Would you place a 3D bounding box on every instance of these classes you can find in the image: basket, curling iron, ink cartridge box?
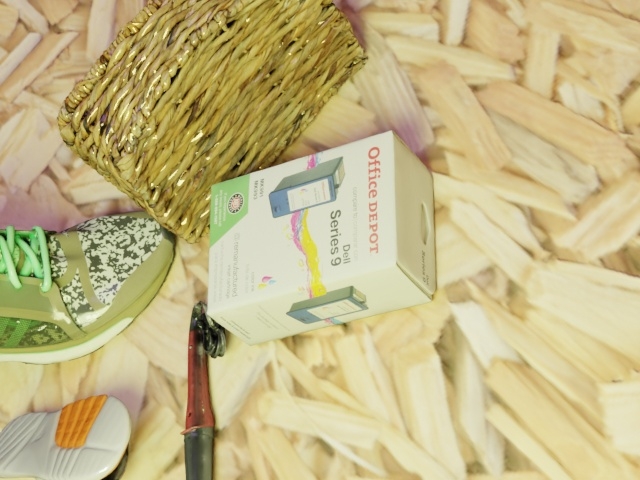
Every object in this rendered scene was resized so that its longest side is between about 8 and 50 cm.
[{"bbox_3d":[-0.146,-0.191,1.570,0.299,0.213,0.223,-47,51,-5],"label":"basket"},{"bbox_3d":[-0.118,0.178,1.466,0.068,0.035,0.274,126,151,-56],"label":"curling iron"},{"bbox_3d":[0.000,0.000,1.465,0.212,0.093,0.154,-14,58,24],"label":"ink cartridge box"}]

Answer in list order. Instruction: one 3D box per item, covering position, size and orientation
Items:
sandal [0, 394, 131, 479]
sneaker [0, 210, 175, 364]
[{"bbox_3d":[-0.254,0.221,1.525,0.265,0.076,0.102,-10,43,52],"label":"sandal"},{"bbox_3d":[-0.354,0.039,1.559,0.410,0.182,0.158,-18,55,-7],"label":"sneaker"}]
